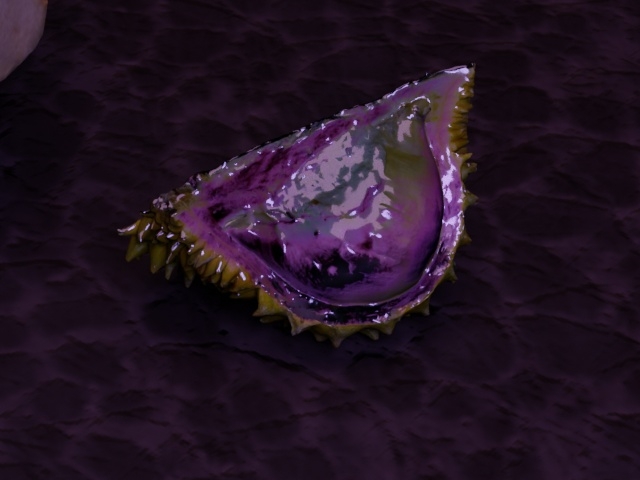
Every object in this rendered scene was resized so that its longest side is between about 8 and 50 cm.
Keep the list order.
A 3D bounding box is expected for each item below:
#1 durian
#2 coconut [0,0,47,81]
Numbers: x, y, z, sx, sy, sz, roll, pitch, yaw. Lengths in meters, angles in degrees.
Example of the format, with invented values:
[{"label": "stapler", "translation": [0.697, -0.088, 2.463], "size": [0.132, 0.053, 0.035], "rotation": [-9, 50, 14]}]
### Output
[{"label": "durian", "translation": [0.002, 0.003, 0.985], "size": [0.186, 0.119, 0.108], "rotation": [-26, 86, -17]}, {"label": "coconut", "translation": [-0.287, -0.181, 0.987], "size": [0.352, 0.353, 0.353], "rotation": [3, 39, -2]}]
